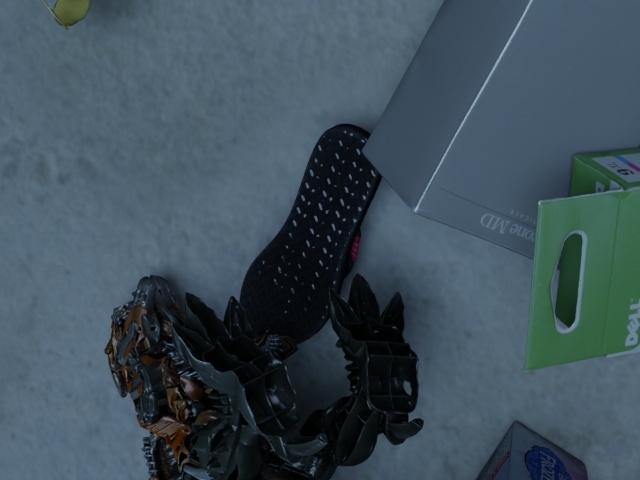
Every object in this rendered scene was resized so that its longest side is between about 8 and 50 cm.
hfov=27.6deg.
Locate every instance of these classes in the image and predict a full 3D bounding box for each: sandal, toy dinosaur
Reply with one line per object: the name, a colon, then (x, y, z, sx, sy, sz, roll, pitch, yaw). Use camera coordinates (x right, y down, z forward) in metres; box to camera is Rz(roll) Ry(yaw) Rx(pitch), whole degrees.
sandal: (0.000, 0.000, 0.899, 0.067, 0.040, 0.179, 33, 115, 13)
toy dinosaur: (-0.035, 0.139, 0.848, 0.322, 0.164, 0.218, 41, 127, 15)

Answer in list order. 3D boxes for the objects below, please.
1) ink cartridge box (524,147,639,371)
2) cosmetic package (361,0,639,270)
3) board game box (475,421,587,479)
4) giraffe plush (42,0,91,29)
ink cartridge box: (0.202, 0.004, 0.781, 0.209, 0.062, 0.108, -8, 115, -21)
cosmetic package: (0.141, -0.114, 0.794, 0.127, 0.107, 0.238, 18, 107, -26)
board game box: (0.061, 0.308, 0.808, 0.066, 0.318, 0.318, 30, 107, 2)
giraffe plush: (-0.149, -0.258, 0.833, 0.170, 0.181, 0.210, -36, 79, -4)
